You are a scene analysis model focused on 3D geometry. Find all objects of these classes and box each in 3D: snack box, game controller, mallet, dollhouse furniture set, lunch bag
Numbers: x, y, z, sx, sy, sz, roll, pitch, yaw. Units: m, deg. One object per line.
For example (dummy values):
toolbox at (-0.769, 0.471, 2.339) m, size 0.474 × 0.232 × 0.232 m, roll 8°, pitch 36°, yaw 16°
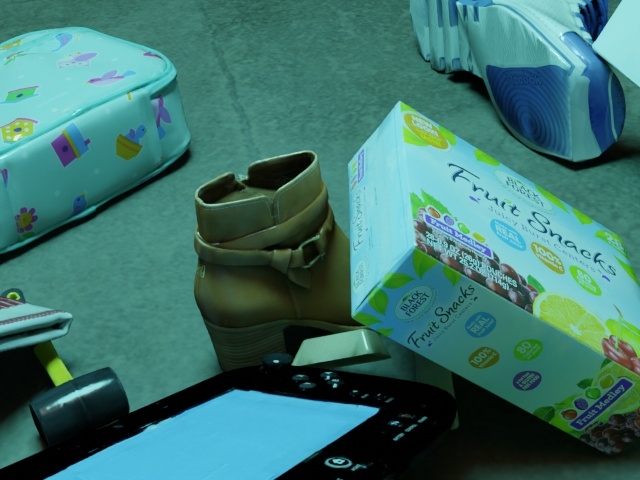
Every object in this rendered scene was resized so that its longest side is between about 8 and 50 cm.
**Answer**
snack box at (0.119, 0.021, 0.670) m, size 0.207 × 0.070 × 0.174 m, roll 30°, pitch 30°, yaw -18°
game controller at (-0.050, 0.119, 0.536) m, size 0.167 × 0.067 × 0.319 m, roll -6°, pitch 5°, yaw 29°
mallet at (-0.191, 0.079, 0.749) m, size 0.062 × 0.039 × 0.189 m, roll -18°, pitch 33°, yaw -16°
dollhouse furniture set at (0.047, 0.104, 0.704) m, size 0.114 × 0.091 × 0.081 m, roll -13°, pitch 72°, yaw 27°
lunch bag at (-0.284, -0.102, 0.950) m, size 0.224 × 0.107 × 0.279 m, roll 27°, pitch 46°, yaw 37°

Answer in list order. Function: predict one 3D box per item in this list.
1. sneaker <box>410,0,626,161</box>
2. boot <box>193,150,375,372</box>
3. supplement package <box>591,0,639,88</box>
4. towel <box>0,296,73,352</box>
sneaker at (0.233, -0.211, 1.024) m, size 0.182 × 0.127 × 0.315 m, roll -17°, pitch 35°, yaw -13°
boot at (0.000, 0.000, 0.731) m, size 0.197 × 0.152 × 0.073 m, roll -28°, pitch 41°, yaw -29°
supplement package at (0.379, -0.177, 0.837) m, size 0.203 × 0.194 × 0.149 m, roll 19°, pitch 26°, yaw -26°
towel at (-0.374, 0.054, 0.709) m, size 0.329 × 0.037 × 0.237 m, roll 8°, pitch 10°, yaw 26°
